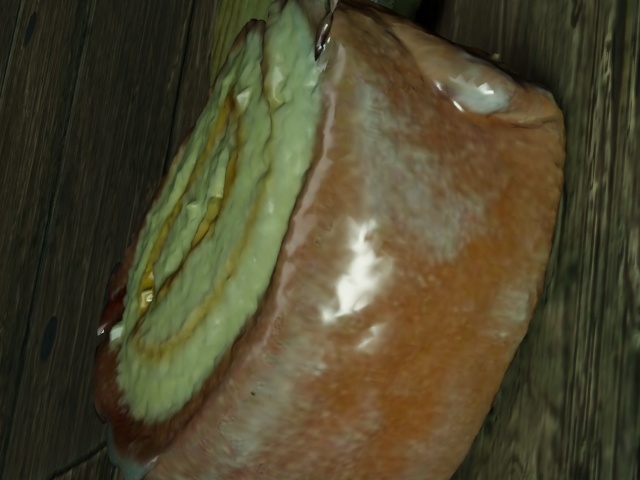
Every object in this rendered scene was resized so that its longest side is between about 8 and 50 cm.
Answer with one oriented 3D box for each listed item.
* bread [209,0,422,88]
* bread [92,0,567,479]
[{"bbox_3d":[0.004,-0.148,1.015,0.267,0.040,0.267,-165,90,-69],"label":"bread"},{"bbox_3d":[0.002,0.007,0.788,0.244,0.123,0.190,-61,26,31],"label":"bread"}]
